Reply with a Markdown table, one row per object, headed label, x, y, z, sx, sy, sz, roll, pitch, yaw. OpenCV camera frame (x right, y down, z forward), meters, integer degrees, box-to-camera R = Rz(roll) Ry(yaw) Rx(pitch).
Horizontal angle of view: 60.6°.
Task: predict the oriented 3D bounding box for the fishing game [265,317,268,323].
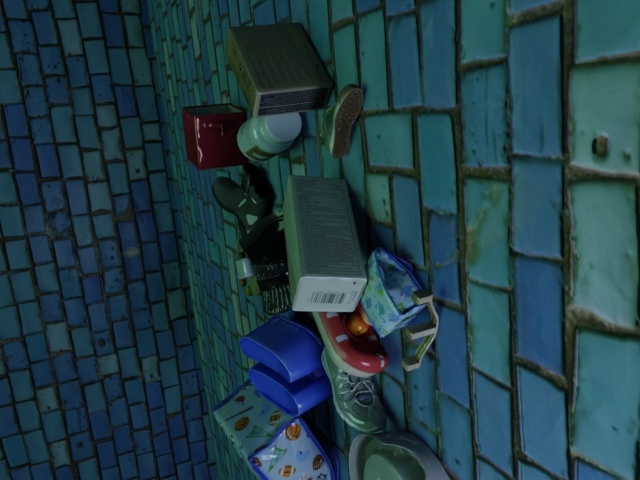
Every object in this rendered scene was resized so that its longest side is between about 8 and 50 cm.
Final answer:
| label | x | y | z | sx | sy | sz | roll | pitch | yaw |
| --- | --- | --- | --- | --- | --- | --- | --- | --- | --- |
| fishing game | -0.171 | 0.424 | 2.014 | 0.189 | 0.041 | 0.264 | 114 | 138 | -56 |

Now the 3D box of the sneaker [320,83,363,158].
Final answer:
| label | x | y | z | sx | sy | sz | roll | pitch | yaw |
| --- | --- | --- | --- | --- | --- | --- | --- | --- | --- |
| sneaker | 0.036 | -0.282 | 1.231 | 0.086 | 0.064 | 0.192 | 56 | 151 | 31 |

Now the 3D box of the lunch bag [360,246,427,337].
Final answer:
| label | x | y | z | sx | sy | sz | roll | pitch | yaw |
| --- | --- | --- | --- | --- | --- | --- | --- | --- | --- |
| lunch bag | 0.138 | 0.104 | 1.137 | 0.151 | 0.096 | 0.128 | 57 | 149 | 21 |

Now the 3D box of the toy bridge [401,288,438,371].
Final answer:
| label | x | y | z | sx | sy | sz | roll | pitch | yaw |
| --- | --- | --- | --- | --- | --- | --- | --- | --- | --- |
| toy bridge | 0.199 | 0.176 | 1.072 | 0.026 | 0.063 | 0.188 | 47 | 142 | 50 |

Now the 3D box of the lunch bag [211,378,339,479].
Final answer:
| label | x | y | z | sx | sy | sz | roll | pitch | yaw |
| --- | --- | --- | --- | --- | --- | --- | --- | --- | --- |
| lunch bag | -0.117 | 0.662 | 1.747 | 0.328 | 0.239 | 0.385 | 24 | 147 | 59 |

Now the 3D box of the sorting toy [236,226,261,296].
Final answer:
| label | x | y | z | sx | sy | sz | roll | pitch | yaw |
| --- | --- | --- | --- | --- | --- | --- | --- | --- | --- |
| sorting toy | -0.286 | 0.107 | 2.125 | 0.229 | 0.041 | 0.307 | 56 | 147 | 41 |

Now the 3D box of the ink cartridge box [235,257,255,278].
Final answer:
| label | x | y | z | sx | sy | sz | roll | pitch | yaw |
| --- | --- | --- | --- | --- | --- | --- | --- | --- | --- |
| ink cartridge box | -0.187 | 0.077 | 1.761 | 0.109 | 0.151 | 0.063 | 160 | 98 | -67 |

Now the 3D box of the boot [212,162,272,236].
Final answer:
| label | x | y | z | sx | sy | sz | roll | pitch | yaw |
| --- | --- | --- | --- | --- | --- | --- | --- | --- | --- |
| boot | -0.262 | -0.181 | 1.896 | 0.338 | 0.118 | 0.222 | 46 | 139 | 33 |

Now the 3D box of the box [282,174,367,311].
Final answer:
| label | x | y | z | sx | sy | sz | roll | pitch | yaw |
| --- | --- | --- | --- | --- | --- | --- | --- | --- | --- |
| box | 0.000 | 0.000 | 1.238 | 0.121 | 0.148 | 0.311 | 106 | 163 | -46 |

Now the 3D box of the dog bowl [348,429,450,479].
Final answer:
| label | x | y | z | sx | sy | sz | roll | pitch | yaw |
| --- | --- | --- | --- | --- | --- | --- | --- | --- | --- |
| dog bowl | 0.190 | 0.591 | 1.222 | 0.349 | 0.102 | 0.348 | 36 | 131 | 56 |

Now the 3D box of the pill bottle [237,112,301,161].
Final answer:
| label | x | y | z | sx | sy | sz | roll | pitch | yaw |
| --- | --- | --- | --- | --- | --- | --- | --- | --- | --- |
| pill bottle | -0.141 | -0.303 | 1.529 | 0.229 | 0.131 | 0.131 | -7 | 94 | 66 |

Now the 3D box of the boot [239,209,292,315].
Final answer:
| label | x | y | z | sx | sy | sz | roll | pitch | yaw |
| --- | --- | --- | --- | --- | --- | --- | --- | --- | --- |
| boot | -0.088 | 0.061 | 1.564 | 0.348 | 0.131 | 0.260 | -34 | 76 | 54 |

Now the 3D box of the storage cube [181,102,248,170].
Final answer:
| label | x | y | z | sx | sy | sz | roll | pitch | yaw |
| --- | --- | --- | --- | --- | --- | --- | --- | --- | --- |
| storage cube | -0.375 | -0.372 | 1.947 | 0.215 | 0.184 | 0.193 | 40 | 136 | 54 |

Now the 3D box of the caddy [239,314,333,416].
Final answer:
| label | x | y | z | sx | sy | sz | roll | pitch | yaw |
| --- | --- | --- | --- | --- | --- | --- | --- | --- | --- |
| caddy | -0.085 | 0.359 | 1.625 | 0.341 | 0.179 | 0.241 | 15 | 122 | 50 |

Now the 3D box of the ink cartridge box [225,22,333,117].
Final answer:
| label | x | y | z | sx | sy | sz | roll | pitch | yaw |
| --- | --- | --- | --- | --- | --- | --- | --- | --- | --- |
| ink cartridge box | -0.105 | -0.416 | 1.327 | 0.088 | 0.193 | 0.234 | 112 | 141 | -53 |

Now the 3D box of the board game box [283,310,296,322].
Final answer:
| label | x | y | z | sx | sy | sz | roll | pitch | yaw |
| --- | --- | --- | --- | --- | --- | --- | --- | --- | --- |
| board game box | -0.097 | 0.202 | 1.770 | 0.169 | 0.033 | 0.133 | -171 | 66 | -69 |

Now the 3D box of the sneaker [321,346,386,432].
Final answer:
| label | x | y | z | sx | sy | sz | roll | pitch | yaw |
| --- | --- | --- | --- | --- | --- | --- | --- | --- | --- |
| sneaker | 0.077 | 0.345 | 1.359 | 0.281 | 0.105 | 0.115 | 55 | 146 | 42 |

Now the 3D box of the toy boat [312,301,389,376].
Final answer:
| label | x | y | z | sx | sy | sz | roll | pitch | yaw |
| --- | --- | --- | --- | --- | --- | --- | --- | --- | --- |
| toy boat | 0.091 | 0.193 | 1.263 | 0.151 | 0.151 | 0.231 | -41 | 58 | 29 |
